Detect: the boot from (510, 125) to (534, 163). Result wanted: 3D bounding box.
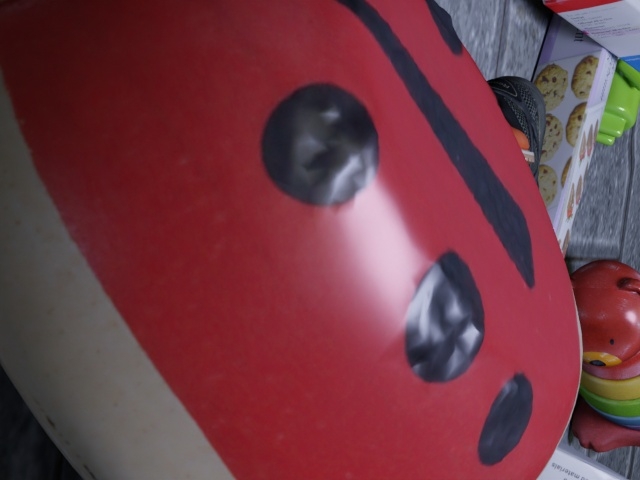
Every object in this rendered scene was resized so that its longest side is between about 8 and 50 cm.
[{"bbox_3d":[0.098,-0.096,0.993,0.158,0.059,0.085,17,71,-41],"label":"boot"}]

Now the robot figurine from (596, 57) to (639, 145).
[{"bbox_3d":[0.320,-0.165,1.527,0.101,0.067,0.115,116,-9,-70],"label":"robot figurine"}]

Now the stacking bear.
[{"bbox_3d":[0.353,0.125,1.607,0.289,0.175,0.164,51,53,-51],"label":"stacking bear"}]

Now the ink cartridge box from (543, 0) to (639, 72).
[{"bbox_3d":[0.281,-0.261,1.293,0.231,0.078,0.134,22,72,-46],"label":"ink cartridge box"}]

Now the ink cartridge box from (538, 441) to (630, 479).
[{"bbox_3d":[0.085,0.204,0.817,0.203,0.086,0.148,-64,-163,-1],"label":"ink cartridge box"}]

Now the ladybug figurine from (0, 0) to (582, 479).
[{"bbox_3d":[0.000,0.000,0.616,0.449,0.161,0.305,44,37,-53],"label":"ladybug figurine"}]

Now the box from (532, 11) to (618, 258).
[{"bbox_3d":[0.239,-0.131,1.353,0.063,0.067,0.324,62,43,-54],"label":"box"}]

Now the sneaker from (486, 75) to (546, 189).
[{"bbox_3d":[0.136,-0.016,1.127,0.130,0.087,0.228,-20,113,-63],"label":"sneaker"}]
